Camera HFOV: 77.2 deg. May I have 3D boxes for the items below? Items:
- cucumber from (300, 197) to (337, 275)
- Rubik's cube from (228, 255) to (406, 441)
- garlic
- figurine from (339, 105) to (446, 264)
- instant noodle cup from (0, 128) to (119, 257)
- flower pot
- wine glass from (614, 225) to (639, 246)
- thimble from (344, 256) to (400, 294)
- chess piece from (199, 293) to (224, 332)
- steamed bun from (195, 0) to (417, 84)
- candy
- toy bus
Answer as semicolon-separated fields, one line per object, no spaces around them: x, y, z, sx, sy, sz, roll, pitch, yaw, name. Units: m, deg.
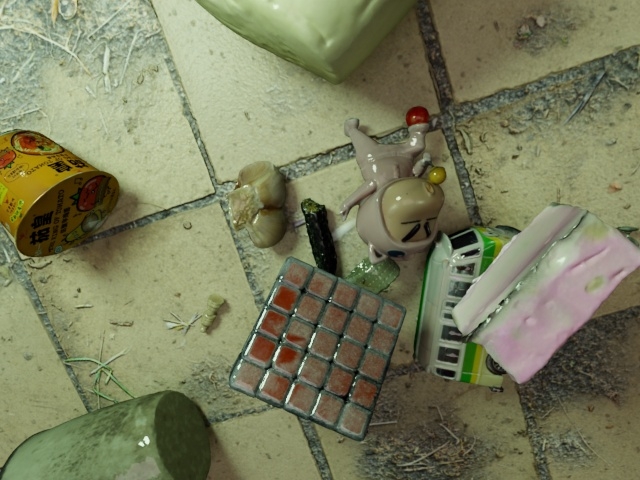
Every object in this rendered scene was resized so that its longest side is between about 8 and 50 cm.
0.000;0.000;0.835;0.053;0.053;0.181;-11;104;6;cucumber
-0.016;0.197;0.747;0.238;0.237;0.238;27;70;-4;Rubik's cube
-0.126;-0.069;0.811;0.124;0.099;0.174;-13;106;-13;garlic
0.136;-0.102;0.744;0.176;0.186;0.287;-2;86;-24;figurine
-0.539;-0.099;0.778;0.172;0.216;0.215;39;102;4;instant noodle cup
-0.433;0.490;0.867;0.331;0.293;0.293;-27;99;2;flower pot
0.610;0.014;0.801;0.042;0.039;0.083;-9;106;4;wine glass
0.105;0.072;0.823;0.110;0.084;0.062;-42;96;15;thimble
-0.248;0.168;0.898;0.035;0.035;0.092;25;107;-2;chess piece
-0.042;-0.489;0.609;0.456;0.290;0.371;44;107;-4;steamed bun
0.333;0.073;0.625;0.116;0.155;0.265;37;101;3;candy
0.290;0.120;0.793;0.179;0.143;0.305;6;104;4;toy bus
